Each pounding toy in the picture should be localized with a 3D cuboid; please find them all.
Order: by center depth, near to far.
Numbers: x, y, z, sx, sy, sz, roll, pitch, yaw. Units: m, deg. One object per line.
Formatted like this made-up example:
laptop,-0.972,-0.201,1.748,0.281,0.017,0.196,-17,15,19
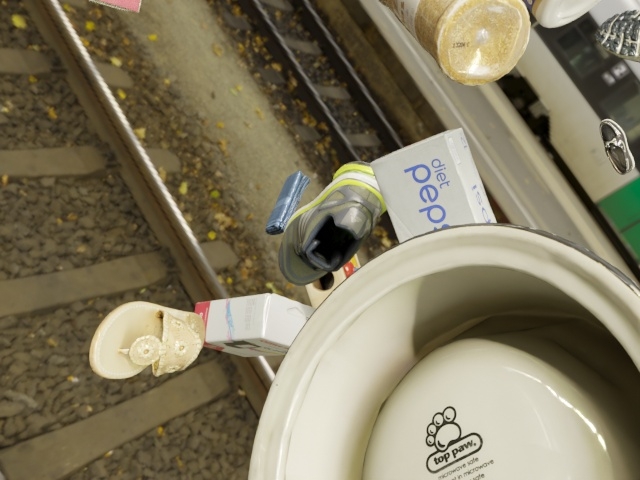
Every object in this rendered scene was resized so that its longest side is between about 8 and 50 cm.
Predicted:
pounding toy,0.033,0.101,1.304,0.181,0.094,0.206,-40,113,-70

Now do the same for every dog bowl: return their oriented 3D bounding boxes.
dog bowl,0.130,0.200,0.553,0.150,0.408,0.408,28,35,-41

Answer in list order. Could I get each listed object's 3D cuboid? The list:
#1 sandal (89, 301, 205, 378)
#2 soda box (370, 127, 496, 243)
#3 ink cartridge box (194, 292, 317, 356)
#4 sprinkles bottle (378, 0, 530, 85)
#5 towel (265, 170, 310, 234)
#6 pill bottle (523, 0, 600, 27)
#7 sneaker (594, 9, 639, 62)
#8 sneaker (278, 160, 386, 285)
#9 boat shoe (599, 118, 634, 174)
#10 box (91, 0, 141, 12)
sandal,-0.177,0.120,0.816,0.240,0.079,0.088,15,78,-74
soda box,0.161,0.020,0.783,0.091,0.098,0.286,-30,101,-63
ink cartridge box,-0.105,0.141,1.087,0.127,0.175,0.072,25,64,-43
sprinkles bottle,0.157,-0.335,0.916,0.121,0.121,0.355,36,21,-32
towel,-0.061,-0.066,1.224,0.029,0.067,0.119,29,70,-22
pill bottle,0.282,-0.378,0.854,0.112,0.112,0.186,3,56,-58
sneaker,0.701,-0.379,1.376,0.283,0.110,0.122,32,-6,36
sneaker,0.000,0.000,1.025,0.111,0.300,0.121,31,53,-5
boat shoe,0.633,-0.200,1.439,0.038,0.046,0.125,-32,100,-40
box,-0.347,-0.495,1.052,0.127,0.232,0.149,4,17,-40
